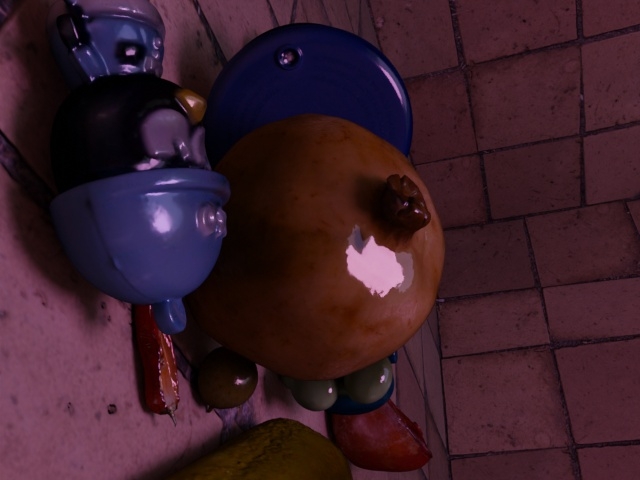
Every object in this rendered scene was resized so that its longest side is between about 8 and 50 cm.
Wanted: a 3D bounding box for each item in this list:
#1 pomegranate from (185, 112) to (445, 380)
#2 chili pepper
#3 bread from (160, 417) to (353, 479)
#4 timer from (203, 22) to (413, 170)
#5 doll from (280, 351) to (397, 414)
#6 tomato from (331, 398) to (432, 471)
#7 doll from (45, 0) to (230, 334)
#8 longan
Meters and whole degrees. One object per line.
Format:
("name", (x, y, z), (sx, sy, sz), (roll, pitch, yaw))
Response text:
("pomegranate", (-0.014, 0.009, 0.717), (0.307, 0.307, 0.307), (-9, 90, -75))
("chili pepper", (-0.164, 0.094, 0.633), (0.045, 0.027, 0.178), (5, 77, -79))
("bread", (-0.054, 0.276, 0.671), (0.166, 0.112, 0.383), (50, 9, 14))
("timer", (-0.030, -0.214, 0.977), (0.384, 0.270, 0.270), (-102, 174, -62))
("doll", (0.034, 0.129, 1.004), (0.186, 0.198, 0.322), (62, 24, -49))
("tomato", (0.092, 0.343, 1.207), (0.233, 0.139, 0.200), (49, -4, 21))
("doll", (-0.156, -0.075, 0.553), (0.177, 0.141, 0.314), (9, 69, -78))
("longan", (-0.109, 0.162, 0.738), (0.083, 0.075, 0.075), (-60, 171, 13))
